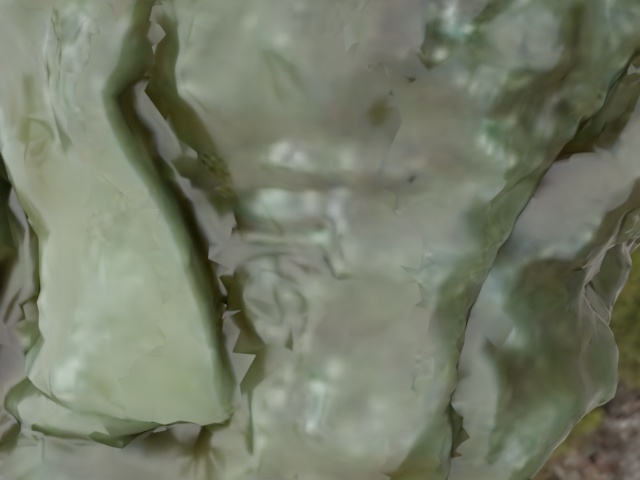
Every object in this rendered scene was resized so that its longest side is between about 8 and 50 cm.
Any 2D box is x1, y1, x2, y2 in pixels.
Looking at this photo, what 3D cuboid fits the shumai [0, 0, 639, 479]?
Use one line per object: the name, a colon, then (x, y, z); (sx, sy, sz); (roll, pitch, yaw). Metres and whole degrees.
shumai: (0.000, 0.000, 0.661); (0.395, 0.395, 0.348); (2, 84, 54)
